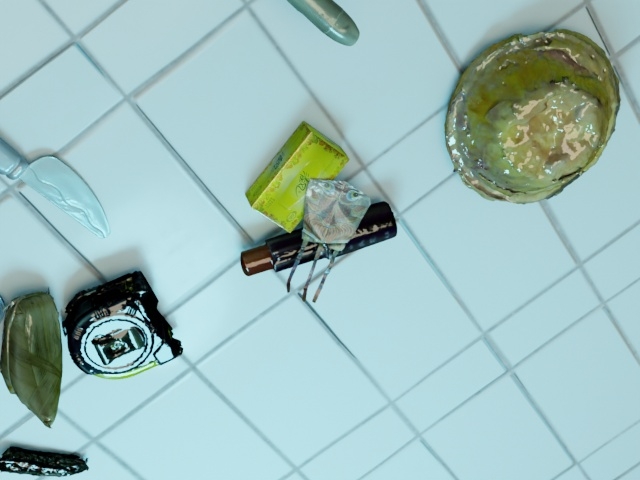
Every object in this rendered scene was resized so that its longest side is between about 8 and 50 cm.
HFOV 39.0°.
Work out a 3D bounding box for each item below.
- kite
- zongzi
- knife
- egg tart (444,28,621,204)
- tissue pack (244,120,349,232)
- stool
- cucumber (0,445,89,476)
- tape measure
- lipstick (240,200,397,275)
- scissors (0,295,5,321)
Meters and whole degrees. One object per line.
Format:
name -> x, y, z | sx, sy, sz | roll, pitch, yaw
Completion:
kite -> -0.001, -0.001, 1.617 | 0.127, 0.016, 0.229 | 21, 96, -20
zongzi -> -0.488, 0.204, 1.565 | 0.099, 0.197, 0.194 | -4, 116, -32
knife -> -0.469, -0.110, 1.502 | 0.331, 0.044, 0.080 | 35, 95, -35
egg tart -> 0.401, -0.211, 1.644 | 0.352, 0.150, 0.352 | -5, 116, -11
tissue pack -> -0.042, -0.112, 1.609 | 0.095, 0.062, 0.176 | 34, 104, -28
stool -> -0.008, -0.432, 1.382 | 0.199, 0.195, 0.195 | 27, 106, -31
cucumber -> -0.540, 0.434, 1.752 | 0.181, 0.053, 0.053 | 13, 112, -23
tape measure -> -0.366, 0.170, 1.634 | 0.186, 0.112, 0.199 | -23, 119, -2
lipstick -> -0.004, 0.001, 1.668 | 0.300, 0.081, 0.081 | -17, 120, -8
scissors -> -0.629, 0.201, 1.610 | 0.125, 0.030, 0.256 | -5, 122, -28
